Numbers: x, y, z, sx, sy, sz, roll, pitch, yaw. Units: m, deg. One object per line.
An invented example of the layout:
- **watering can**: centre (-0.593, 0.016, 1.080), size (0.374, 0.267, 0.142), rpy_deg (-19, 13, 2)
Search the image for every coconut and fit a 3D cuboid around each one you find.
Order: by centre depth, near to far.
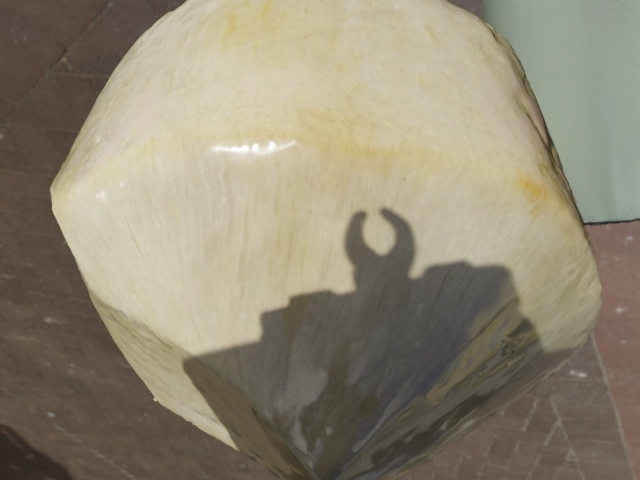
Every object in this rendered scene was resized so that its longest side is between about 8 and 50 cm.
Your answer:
- **coconut**: centre (0.000, 0.000, 0.560), size (0.416, 0.415, 0.344), rpy_deg (16, 138, -3)

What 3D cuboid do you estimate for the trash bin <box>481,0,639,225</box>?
- **trash bin**: centre (0.277, -0.171, 0.732), size (0.277, 0.217, 0.262), rpy_deg (21, 124, 59)
